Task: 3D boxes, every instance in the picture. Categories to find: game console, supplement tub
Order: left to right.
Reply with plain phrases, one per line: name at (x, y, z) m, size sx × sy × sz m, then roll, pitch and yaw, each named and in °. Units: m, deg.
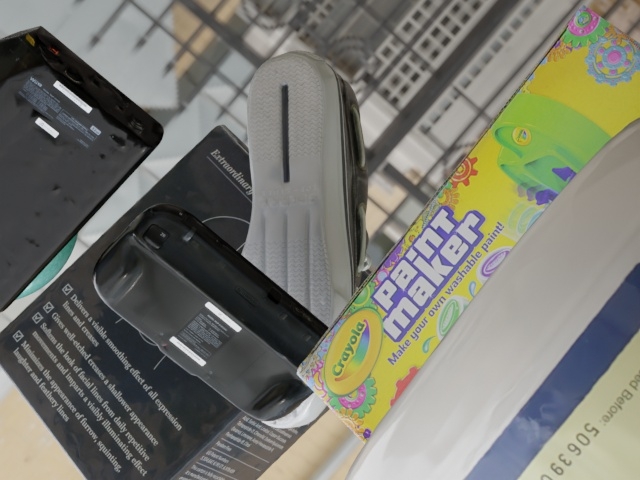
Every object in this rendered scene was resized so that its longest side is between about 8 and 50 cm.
game console at (-0.149, 0.019, 0.883) m, size 0.361 × 0.213 × 0.044 m, roll 41°, pitch -150°, yaw -14°
supplement tub at (0.195, 0.129, 0.464) m, size 0.325 × 0.235 × 0.235 m, roll 39°, pitch -175°, yaw 13°

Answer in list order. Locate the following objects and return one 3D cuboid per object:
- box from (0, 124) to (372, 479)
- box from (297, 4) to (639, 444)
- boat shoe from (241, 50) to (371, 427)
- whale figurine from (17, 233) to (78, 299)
box at (-0.141, 0.116, 1.392) m, size 0.293 × 0.395 × 0.212 m, roll 46°, pitch 179°, yaw 25°
box at (0.187, 0.044, 0.776) m, size 0.177 × 0.290 × 0.279 m, roll 44°, pitch -167°, yaw 28°
boat shoe at (0.000, 0.000, 1.039) m, size 0.121 × 0.335 × 0.119 m, roll 4°, pitch 179°, yaw 35°
whale figurine at (-0.355, -0.010, 1.102) m, size 0.272 × 0.216 × 0.141 m, roll -1°, pitch -125°, yaw -51°
